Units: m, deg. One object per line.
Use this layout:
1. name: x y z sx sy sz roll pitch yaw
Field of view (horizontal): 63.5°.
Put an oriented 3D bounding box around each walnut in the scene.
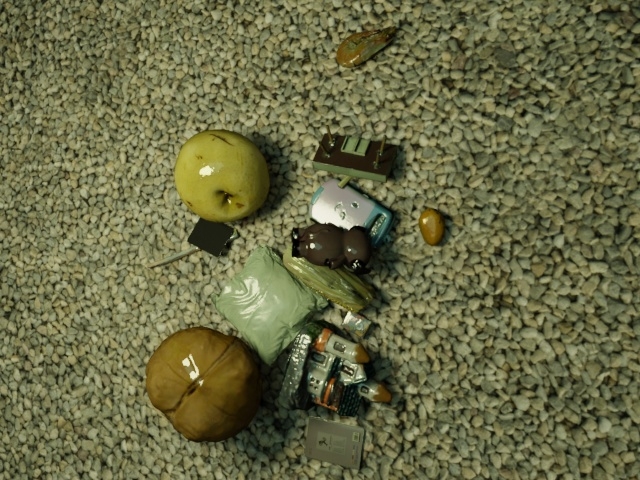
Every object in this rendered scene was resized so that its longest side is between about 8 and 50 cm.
1. walnut: -0.337 0.419 1.551 0.308 0.398 0.354 -38 88 -14

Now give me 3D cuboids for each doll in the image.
1. doll: 0.043 0.021 1.510 0.257 0.117 0.182 9 50 -15

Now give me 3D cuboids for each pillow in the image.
1. pillow: -0.166 0.191 1.644 0.283 0.138 0.310 -45 78 -3

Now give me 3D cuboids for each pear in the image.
1. pear: -0.314 -0.210 1.652 0.309 0.309 0.309 -2 84 18

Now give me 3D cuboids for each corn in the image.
1. corn: 0.026 0.109 1.584 0.305 0.123 0.122 32 80 8

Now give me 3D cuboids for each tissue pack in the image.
1. tissue pack: 0.111 0.258 1.597 0.083 0.035 0.063 28 93 18

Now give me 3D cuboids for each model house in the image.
1. model house: 0.064 0.406 1.518 0.300 0.190 0.271 19 89 18

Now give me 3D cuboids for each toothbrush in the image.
1. toothbrush: -0.450 0.037 1.806 0.375 0.028 0.037 -20 73 15

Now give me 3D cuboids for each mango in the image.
1. mango: 0.333 -0.040 1.545 0.079 0.057 0.114 -4 87 10

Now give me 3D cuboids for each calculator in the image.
1. calculator: 0.097 -0.074 1.628 0.293 0.051 0.173 34 95 18

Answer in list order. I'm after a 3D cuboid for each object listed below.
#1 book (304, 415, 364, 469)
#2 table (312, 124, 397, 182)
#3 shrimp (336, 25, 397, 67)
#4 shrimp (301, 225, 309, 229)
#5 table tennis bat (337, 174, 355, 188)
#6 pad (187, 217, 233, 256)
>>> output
1. book: 0.041 0.622 1.594 0.181 0.014 0.127 6 86 18
2. table: 0.102 -0.277 1.591 0.240 0.111 0.122 13 64 17
3. shrimp: 0.145 -0.638 1.671 0.217 0.051 0.115 -25 75 17
4. shrimp: 0.000 0.000 1.639 0.165 0.056 0.065 31 133 26
5. table tennis bat: 0.110 -0.222 1.630 0.087 0.013 0.156 38 75 22
6. pad: -0.380 -0.017 1.779 0.157 0.003 0.112 25 82 28
